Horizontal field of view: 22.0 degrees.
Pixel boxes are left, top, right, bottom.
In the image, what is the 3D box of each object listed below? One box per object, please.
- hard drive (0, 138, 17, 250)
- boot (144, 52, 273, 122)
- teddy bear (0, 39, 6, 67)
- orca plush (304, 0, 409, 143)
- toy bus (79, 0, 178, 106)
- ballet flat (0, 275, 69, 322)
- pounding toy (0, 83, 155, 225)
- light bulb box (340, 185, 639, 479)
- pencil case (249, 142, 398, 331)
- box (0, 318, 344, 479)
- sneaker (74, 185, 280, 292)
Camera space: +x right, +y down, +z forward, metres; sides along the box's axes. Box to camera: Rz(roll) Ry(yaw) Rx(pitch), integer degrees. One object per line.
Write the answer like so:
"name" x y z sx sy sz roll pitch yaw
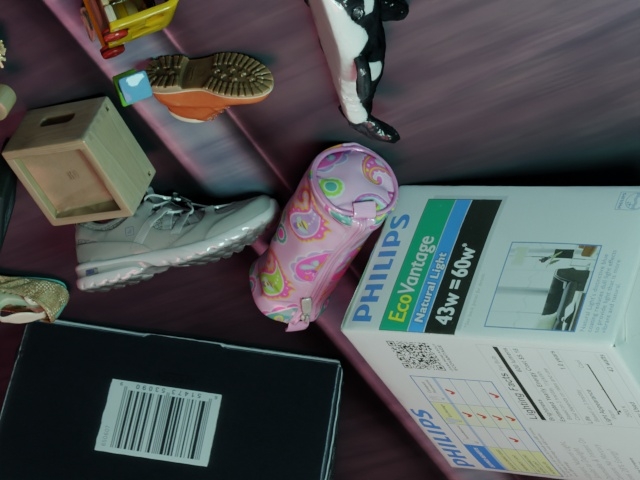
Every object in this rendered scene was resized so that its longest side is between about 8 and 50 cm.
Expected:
"hard drive" -0.410 -0.054 2.120 0.022 0.094 0.135 13 144 -5
"boot" -0.121 -0.173 1.927 0.158 0.059 0.084 5 148 22
"teddy bear" -0.525 -0.255 1.888 0.338 0.113 0.245 17 151 -22
"orca plush" 0.061 -0.213 1.790 0.102 0.151 0.287 -25 137 -5
"toy bus" -0.202 -0.264 1.772 0.104 0.202 0.191 -21 136 -9
"ballet flat" -0.462 0.081 2.339 0.206 0.067 0.073 4 144 9
"pounding toy" -0.334 -0.125 2.018 0.181 0.094 0.206 -7 132 29
"light bulb box" 0.281 0.121 2.022 0.361 0.225 0.358 2 146 35
"pencil case" 0.000 0.000 2.071 0.124 0.124 0.284 18 142 -11
"box" -0.224 0.388 2.513 0.480 0.297 0.472 8 146 3
"sneaker" -0.192 -0.021 2.108 0.281 0.115 0.105 -16 173 6
